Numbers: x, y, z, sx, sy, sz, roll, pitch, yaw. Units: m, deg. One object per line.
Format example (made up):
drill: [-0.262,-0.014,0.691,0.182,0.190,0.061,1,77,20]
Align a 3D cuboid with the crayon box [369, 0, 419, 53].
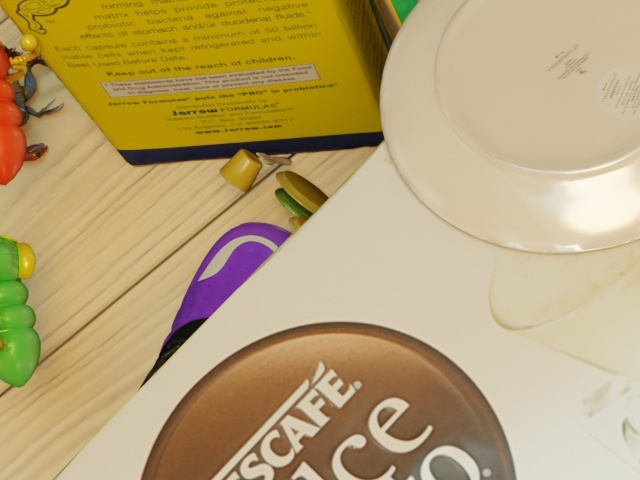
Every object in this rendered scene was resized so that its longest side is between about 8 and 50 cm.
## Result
crayon box: [0.084,-0.105,0.733,0.081,0.278,0.165,-24,63,4]

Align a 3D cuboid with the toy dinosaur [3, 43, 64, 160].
toy dinosaur: [-0.215,-0.094,0.955,0.090,0.047,0.082,-6,71,49]

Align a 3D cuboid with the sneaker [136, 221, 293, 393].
sneaker: [-0.064,0.111,0.751,0.102,0.146,0.293,6,68,17]

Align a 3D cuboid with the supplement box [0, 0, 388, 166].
supplement box: [-0.080,-0.212,0.781,0.195,0.356,0.194,-3,65,13]

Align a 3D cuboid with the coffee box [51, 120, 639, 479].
coffee box: [0.145,0.145,0.573,0.337,0.338,0.334,-45,63,-8]

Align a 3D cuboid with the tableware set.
tableware set: [0.000,0.000,0.811,0.154,0.104,0.024,44,106,19]

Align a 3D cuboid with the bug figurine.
bug figurine: [-0.229,-0.004,0.832,0.072,0.279,0.216,-6,79,-32]

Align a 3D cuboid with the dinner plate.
dinner plate: [0.089,-0.062,0.487,0.141,0.017,0.141,-6,64,12]
